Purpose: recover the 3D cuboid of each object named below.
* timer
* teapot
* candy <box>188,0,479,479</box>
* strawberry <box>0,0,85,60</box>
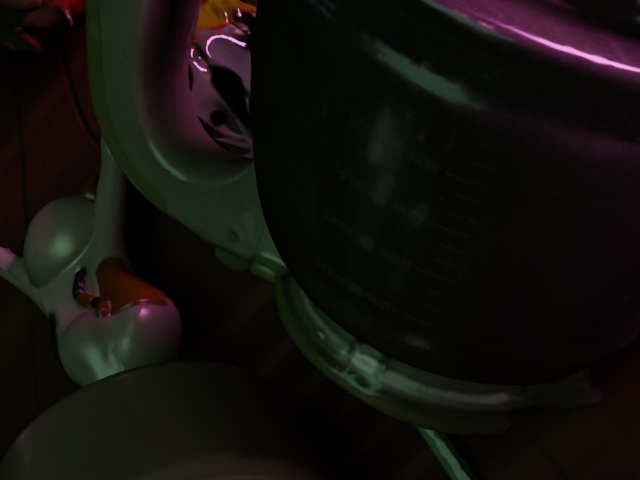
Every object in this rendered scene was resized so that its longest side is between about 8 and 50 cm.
[{"bbox_3d":[-0.110,0.066,1.004,0.175,0.175,0.266,-44,49,26],"label":"timer"},{"bbox_3d":[0.034,-0.051,0.816,0.322,0.239,0.239,17,119,-4],"label":"teapot"},{"bbox_3d":[0.000,0.000,0.967,0.305,0.091,0.083,55,151,11],"label":"candy"},{"bbox_3d":[-0.211,-0.231,1.029,0.257,0.257,0.277,-26,53,32],"label":"strawberry"}]
